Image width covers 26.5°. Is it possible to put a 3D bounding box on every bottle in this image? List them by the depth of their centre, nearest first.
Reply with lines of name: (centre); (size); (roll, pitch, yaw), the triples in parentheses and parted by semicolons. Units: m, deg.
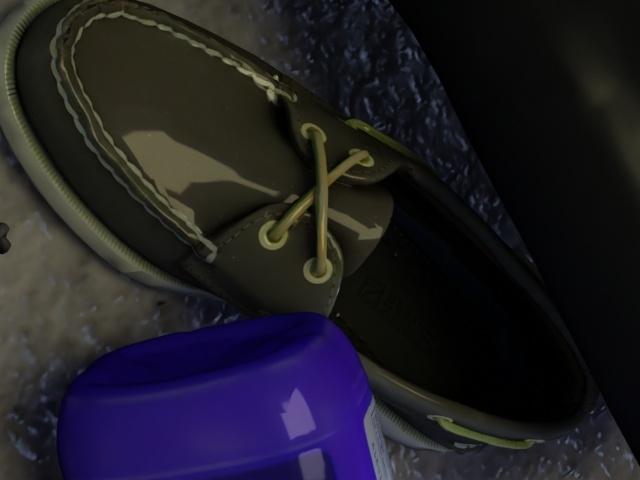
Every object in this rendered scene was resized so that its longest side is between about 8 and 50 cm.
bottle: (-0.013, 0.173, 0.522); (0.092, 0.118, 0.283); (-50, 127, -73)

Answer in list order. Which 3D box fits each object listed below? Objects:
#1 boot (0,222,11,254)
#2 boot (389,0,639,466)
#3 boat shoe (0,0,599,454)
boot: (-0.136, 0.100, 0.420); (0.263, 0.091, 0.229); (16, 88, -43)
boot: (0.080, -0.041, 0.512); (0.367, 0.146, 0.445); (-32, 98, -52)
boat shoe: (0.002, -0.004, 0.568); (0.305, 0.091, 0.109); (39, 65, -31)
